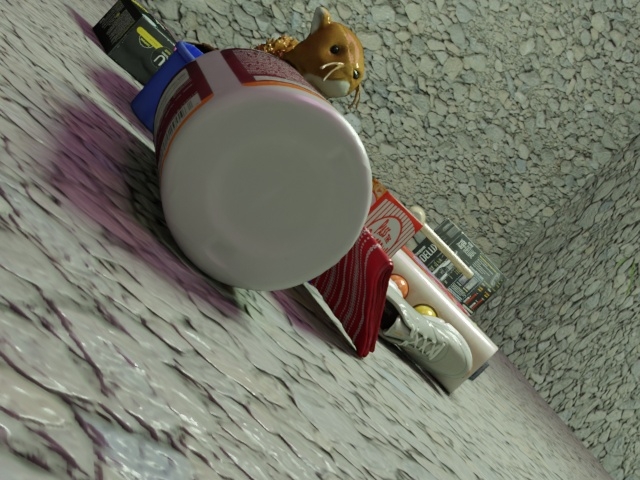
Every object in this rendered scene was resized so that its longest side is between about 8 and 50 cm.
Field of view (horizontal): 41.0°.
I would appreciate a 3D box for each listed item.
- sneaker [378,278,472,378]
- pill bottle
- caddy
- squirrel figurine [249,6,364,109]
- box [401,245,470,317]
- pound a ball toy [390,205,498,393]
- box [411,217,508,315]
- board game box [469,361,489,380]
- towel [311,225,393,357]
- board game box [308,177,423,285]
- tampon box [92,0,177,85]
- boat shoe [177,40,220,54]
[{"bbox_3d":[0.155,0.164,1.507,0.262,0.099,0.121,37,14,0],"label":"sneaker"},{"bbox_3d":[-0.090,-0.112,1.052,0.224,0.224,0.392,42,7,-23],"label":"pill bottle"},{"bbox_3d":[-0.168,-0.220,1.445,0.241,0.179,0.341,43,7,-9],"label":"caddy"},{"bbox_3d":[-0.090,-0.352,1.900,0.281,0.370,0.397,39,8,-40],"label":"squirrel figurine"},{"bbox_3d":[0.201,0.112,1.917,0.128,0.122,0.257,39,9,-38],"label":"box"},{"bbox_3d":[0.212,0.106,1.645,0.319,0.208,0.136,47,6,11],"label":"pound a ball toy"},{"bbox_3d":[0.338,0.107,2.297,0.307,0.242,0.076,37,10,-46],"label":"box"},{"bbox_3d":[0.318,0.254,2.046,0.194,0.060,0.194,40,8,-48],"label":"board game box"},{"bbox_3d":[0.014,0.015,1.233,0.275,0.031,0.198,53,-31,37],"label":"towel"},{"bbox_3d":[0.062,0.004,1.404,0.045,0.193,0.147,49,8,35],"label":"board game box"},{"bbox_3d":[-0.354,-0.389,1.675,0.120,0.101,0.161,39,9,-39],"label":"tampon box"},{"bbox_3d":[-0.263,-0.362,1.760,0.324,0.123,0.116,22,-13,44],"label":"boat shoe"}]
